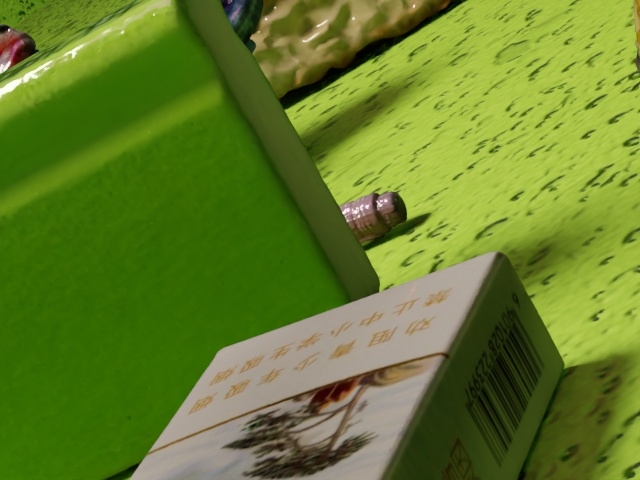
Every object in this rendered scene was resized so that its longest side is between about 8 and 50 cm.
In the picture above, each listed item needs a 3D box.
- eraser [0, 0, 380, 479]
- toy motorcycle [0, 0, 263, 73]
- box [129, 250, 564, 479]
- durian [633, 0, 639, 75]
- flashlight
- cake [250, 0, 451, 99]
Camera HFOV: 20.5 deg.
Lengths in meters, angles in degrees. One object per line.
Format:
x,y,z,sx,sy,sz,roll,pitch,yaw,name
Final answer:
-0.132,0.016,0.898,0.274,0.210,0.092,-24,17,16,eraser
-0.161,-0.044,1.282,0.319,0.241,0.182,-28,-25,32,toy motorcycle
-0.008,0.102,0.662,0.149,0.067,0.233,-24,17,30,box
0.250,-0.239,1.011,0.185,0.196,0.305,-1,31,49,durian
0.000,0.000,1.027,0.110,0.031,0.052,-20,-6,24,flashlight
-0.027,-0.317,1.537,0.314,0.307,0.293,-33,14,-8,cake
